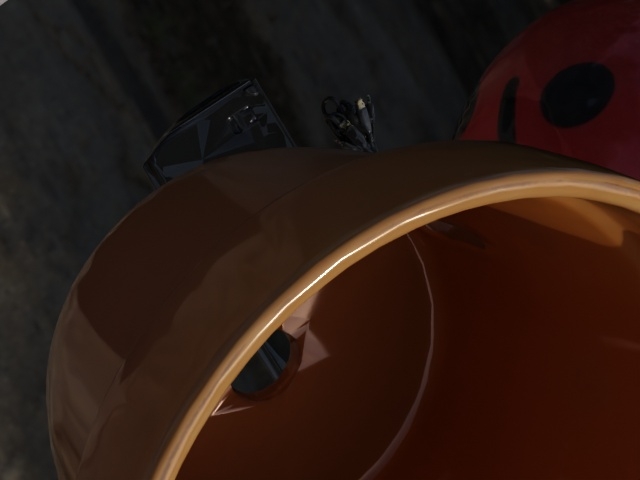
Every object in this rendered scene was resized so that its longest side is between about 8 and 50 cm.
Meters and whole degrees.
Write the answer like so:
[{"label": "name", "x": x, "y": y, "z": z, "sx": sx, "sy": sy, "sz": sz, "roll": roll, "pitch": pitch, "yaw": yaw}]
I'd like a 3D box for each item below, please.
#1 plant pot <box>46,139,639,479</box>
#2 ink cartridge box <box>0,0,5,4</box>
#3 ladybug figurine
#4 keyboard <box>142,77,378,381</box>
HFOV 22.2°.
[{"label": "plant pot", "x": 0.015, "y": 0.082, "z": 0.662, "sx": 0.291, "sy": 0.291, "sz": 0.203, "roll": 53, "pitch": -10, "yaw": -34}, {"label": "ink cartridge box", "x": -0.292, "y": -0.160, "z": 0.988, "sx": 0.114, "sy": 0.273, "sz": 0.198, "roll": 55, "pitch": 4, "yaw": -3}, {"label": "ladybug figurine", "x": 0.185, "y": 0.039, "z": 1.090, "sx": 0.162, "sy": 0.305, "sz": 0.449, "roll": -2, "pitch": 87, "yaw": -36}, {"label": "keyboard", "x": 0.000, "y": 0.000, "z": 1.417, "sx": 0.317, "sy": 0.201, "sz": 0.033, "roll": 60, "pitch": -12, "yaw": -18}]
